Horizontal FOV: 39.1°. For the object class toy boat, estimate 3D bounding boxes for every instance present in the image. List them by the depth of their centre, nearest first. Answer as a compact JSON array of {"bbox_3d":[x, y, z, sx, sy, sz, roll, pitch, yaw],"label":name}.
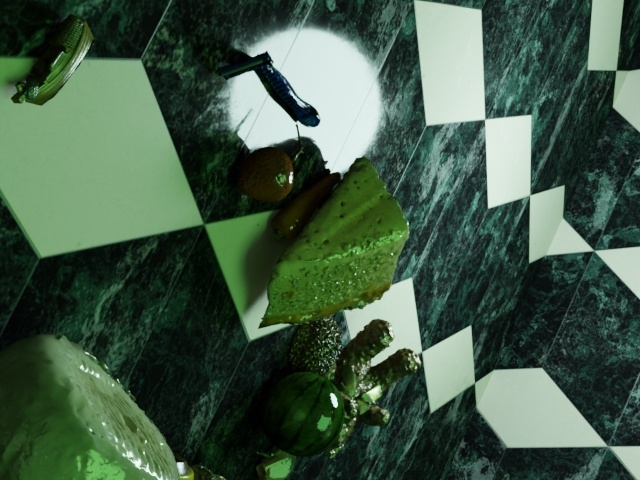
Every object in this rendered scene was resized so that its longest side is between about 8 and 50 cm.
[{"bbox_3d":[-0.358,-0.236,1.201,0.149,0.047,0.049,-59,137,-20],"label":"toy boat"}]

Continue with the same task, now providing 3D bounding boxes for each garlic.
[{"bbox_3d":[-0.094,0.528,2.165,0.152,0.066,0.084,-43,141,-33],"label":"garlic"}]

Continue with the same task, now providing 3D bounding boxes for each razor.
[{"bbox_3d":[-0.072,-0.279,1.654,0.324,0.093,0.056,28,50,-65],"label":"razor"}]

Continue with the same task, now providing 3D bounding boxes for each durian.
[{"bbox_3d":[0.000,0.262,2.113,0.148,0.091,0.189,-13,123,-56],"label":"durian"}]

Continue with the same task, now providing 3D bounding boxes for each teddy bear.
[{"bbox_3d":[0.086,0.357,2.205,0.296,0.246,0.222,-39,-168,18],"label":"teddy bear"}]

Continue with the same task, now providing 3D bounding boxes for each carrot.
[{"bbox_3d":[-0.022,-0.081,1.872,0.257,0.061,0.061,-47,146,-38],"label":"carrot"}]

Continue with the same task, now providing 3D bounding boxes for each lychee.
[{"bbox_3d":[-0.087,-0.128,1.663,0.140,0.101,0.115,-16,122,-6],"label":"lychee"}]

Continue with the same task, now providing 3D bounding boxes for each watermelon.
[{"bbox_3d":[-0.045,0.404,2.035,0.215,0.188,0.188,-61,151,-6],"label":"watermelon"}]

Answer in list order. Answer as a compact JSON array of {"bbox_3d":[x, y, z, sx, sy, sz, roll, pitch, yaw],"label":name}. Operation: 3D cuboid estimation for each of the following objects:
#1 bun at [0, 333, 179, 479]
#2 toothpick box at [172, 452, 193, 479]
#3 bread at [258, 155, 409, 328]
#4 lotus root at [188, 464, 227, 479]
[{"bbox_3d":[-0.367,0.302,1.294,0.211,0.360,0.360,-41,146,-7],"label":"bun"},{"bbox_3d":[-0.336,0.515,1.642,0.175,0.174,0.272,23,86,-61],"label":"toothpick box"},{"bbox_3d":[0.000,0.000,1.896,0.315,0.279,0.248,-7,147,-19],"label":"bread"},{"bbox_3d":[-0.244,0.579,1.860,0.160,0.152,0.275,-35,137,-31],"label":"lotus root"}]
